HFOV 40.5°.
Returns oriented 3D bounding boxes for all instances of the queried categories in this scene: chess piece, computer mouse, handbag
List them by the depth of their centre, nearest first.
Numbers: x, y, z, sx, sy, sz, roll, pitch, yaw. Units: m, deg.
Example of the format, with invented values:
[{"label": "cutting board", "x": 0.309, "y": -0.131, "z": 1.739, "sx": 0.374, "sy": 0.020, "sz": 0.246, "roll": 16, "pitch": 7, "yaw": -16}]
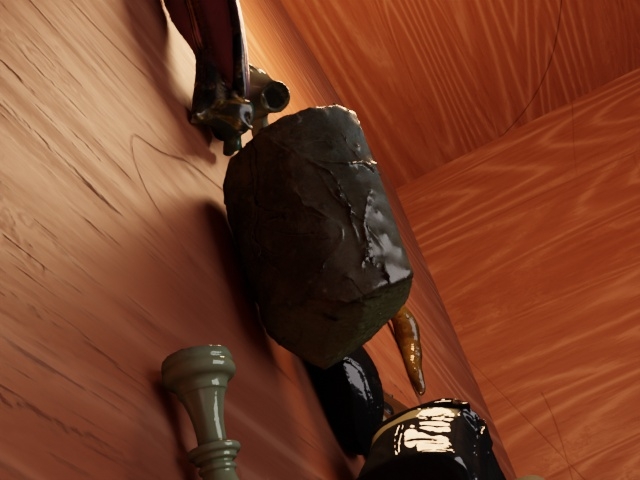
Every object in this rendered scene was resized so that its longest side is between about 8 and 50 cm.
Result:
[{"label": "chess piece", "x": -0.083, "y": 0.157, "z": 0.660, "sx": 0.059, "sy": 0.059, "sz": 0.149, "roll": 45, "pitch": 27, "yaw": -61}, {"label": "handbag", "x": 0.141, "y": 0.326, "z": 1.010, "sx": 0.254, "sy": 0.181, "sz": 0.181, "roll": 64, "pitch": 17, "yaw": -5}, {"label": "computer mouse", "x": 0.034, "y": 0.173, "z": 1.141, "sx": 0.217, "sy": 0.073, "sz": 0.122, "roll": 65, "pitch": 10, "yaw": 14}]

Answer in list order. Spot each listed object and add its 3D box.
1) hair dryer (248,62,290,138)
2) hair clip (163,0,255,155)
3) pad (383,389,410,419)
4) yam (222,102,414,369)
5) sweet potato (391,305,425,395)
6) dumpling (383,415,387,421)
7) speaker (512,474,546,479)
[{"label": "hair dryer", "x": -0.067, "y": -0.148, "z": 1.279, "sx": 0.267, "sy": 0.092, "sz": 0.229, "roll": 65, "pitch": -13, "yaw": 0}, {"label": "hair clip", "x": -0.161, "y": -0.292, "z": 1.228, "sx": 0.110, "sy": 0.096, "sz": 0.358, "roll": 109, "pitch": -28, "yaw": -59}, {"label": "pad", "x": 0.185, "y": 0.367, "z": 1.290, "sx": 0.286, "sy": 0.018, "sz": 0.284, "roll": 37, "pitch": 21, "yaw": -23}, {"label": "yam", "x": -0.004, "y": 0.000, "z": 1.037, "sx": 0.202, "sy": 0.201, "sz": 0.271, "roll": 87, "pitch": -19, "yaw": -59}, {"label": "sweet potato", "x": 0.192, "y": 0.221, "z": 1.878, "sx": 0.069, "sy": 0.059, "sz": 0.249, "roll": 18, "pitch": 46, "yaw": -48}, {"label": "dumpling", "x": 0.074, "y": 0.268, "z": 1.205, "sx": 0.059, "sy": 0.043, "sz": 0.077, "roll": 87, "pitch": -17, "yaw": -54}, {"label": "speaker", "x": 0.415, "y": 0.650, "z": 1.591, "sx": 0.406, "sy": 0.183, "sz": 0.184, "roll": 66, "pitch": 16, "yaw": 16}]
